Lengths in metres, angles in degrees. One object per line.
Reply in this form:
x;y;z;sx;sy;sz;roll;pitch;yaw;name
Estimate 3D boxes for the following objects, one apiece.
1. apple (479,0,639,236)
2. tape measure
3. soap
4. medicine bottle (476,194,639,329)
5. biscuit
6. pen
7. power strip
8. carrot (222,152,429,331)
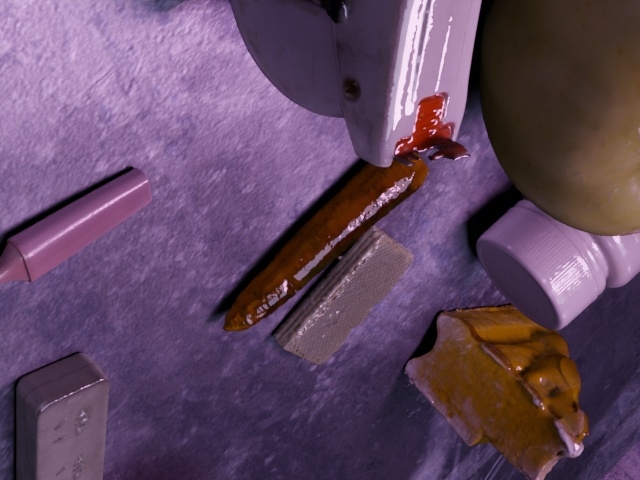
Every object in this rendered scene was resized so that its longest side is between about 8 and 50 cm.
0.350;-0.189;1.394;0.357;0.357;0.357;-32;147;-24;apple
0.029;-0.223;1.021;0.130;0.265;0.258;-23;132;-39;tape measure
0.352;0.240;1.937;0.339;0.304;0.169;0;130;-52;soap
0.406;-0.043;1.766;0.340;0.208;0.208;-40;149;-13;medicine bottle
0.034;0.075;1.600;0.199;0.040;0.121;-49;148;4;biscuit
-0.247;-0.005;1.157;0.197;0.032;0.053;-35;148;-26;pen
-0.296;0.250;1.373;0.093;0.053;0.288;-25;142;-35;power strip
0.000;0.000;1.456;0.314;0.066;0.066;-42;150;-3;carrot
